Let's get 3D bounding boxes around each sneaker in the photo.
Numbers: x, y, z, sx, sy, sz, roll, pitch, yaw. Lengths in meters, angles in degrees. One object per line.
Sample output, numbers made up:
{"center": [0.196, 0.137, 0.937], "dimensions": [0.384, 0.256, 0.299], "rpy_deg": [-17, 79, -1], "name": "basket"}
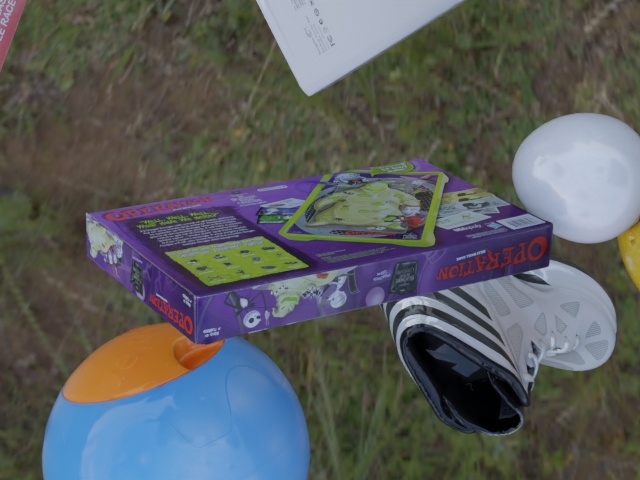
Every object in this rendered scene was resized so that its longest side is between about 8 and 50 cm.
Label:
{"center": [0.216, 0.138, 1.821], "dimensions": [0.169, 0.257, 0.447], "rpy_deg": [-31, 140, 32], "name": "sneaker"}

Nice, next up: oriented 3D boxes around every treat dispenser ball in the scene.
{"center": [-0.155, 0.232, 1.659], "dimensions": [0.288, 0.288, 0.288], "rpy_deg": [2, 117, 3], "name": "treat dispenser ball"}

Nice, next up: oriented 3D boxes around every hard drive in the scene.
{"center": [0.023, -0.286, 1.563], "dimensions": [0.307, 0.040, 0.203], "rpy_deg": [-24, 93, 58], "name": "hard drive"}

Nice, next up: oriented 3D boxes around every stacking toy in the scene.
{"center": [0.396, -0.004, 1.417], "dimensions": [0.480, 0.350, 0.350], "rpy_deg": [12, 118, -16], "name": "stacking toy"}

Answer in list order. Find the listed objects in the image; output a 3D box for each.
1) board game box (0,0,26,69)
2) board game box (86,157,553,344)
{"center": [-0.216, -0.119, 0.853], "dimensions": [0.145, 0.281, 0.027], "rpy_deg": [1, 158, 45], "name": "board game box"}
{"center": [0.000, 0.000, 1.312], "dimensions": [0.347, 0.208, 0.056], "rpy_deg": [-11, 119, -29], "name": "board game box"}
